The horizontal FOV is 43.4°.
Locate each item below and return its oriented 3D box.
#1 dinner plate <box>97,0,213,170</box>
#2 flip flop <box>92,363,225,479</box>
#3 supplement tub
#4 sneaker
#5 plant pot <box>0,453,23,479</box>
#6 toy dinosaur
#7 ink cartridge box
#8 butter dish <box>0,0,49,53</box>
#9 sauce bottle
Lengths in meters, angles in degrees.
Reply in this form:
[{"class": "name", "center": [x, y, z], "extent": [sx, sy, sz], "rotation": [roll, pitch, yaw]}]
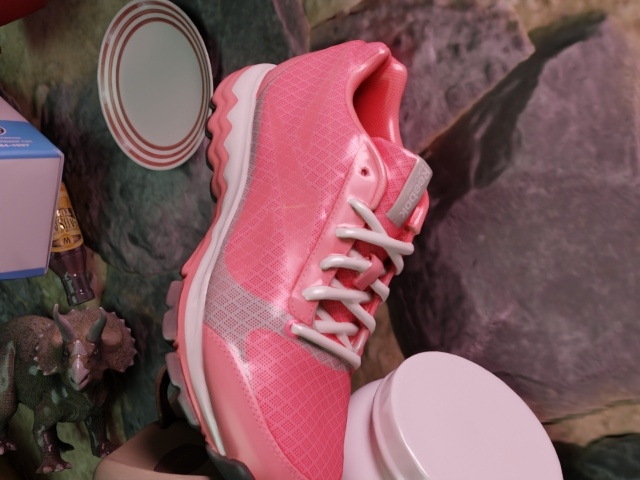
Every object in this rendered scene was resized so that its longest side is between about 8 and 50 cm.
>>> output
[{"class": "dinner plate", "center": [-0.136, -0.129, 0.670], "extent": [0.141, 0.017, 0.141], "rotation": [10, 108, 35]}, {"class": "flip flop", "center": [-0.072, 0.108, 0.536], "extent": [0.112, 0.277, 0.080], "rotation": [0, 92, 8]}, {"class": "supplement tub", "center": [0.045, 0.181, 0.522], "extent": [0.144, 0.144, 0.200], "rotation": [48, 125, 19]}, {"class": "sneaker", "center": [0.000, -0.001, 0.470], "extent": [0.136, 0.116, 0.314], "rotation": [-19, 54, 28]}, {"class": "plant pot", "center": [-0.421, 0.316, 0.887], "extent": [0.254, 0.237, 0.237], "rotation": [34, 121, 11]}, {"class": "toy dinosaur", "center": [-0.277, 0.137, 0.803], "extent": [0.313, 0.121, 0.161], "rotation": [-2, 88, 43]}, {"class": "ink cartridge box", "center": [-0.407, -0.080, 0.728], "extent": [0.307, 0.223, 0.129], "rotation": [36, 122, 39]}, {"class": "butter dish", "center": [-0.271, -0.261, 0.687], "extent": [0.160, 0.118, 0.160], "rotation": [170, 81, -80]}, {"class": "sauce bottle", "center": [-0.249, -0.001, 0.775], "extent": [0.042, 0.042, 0.128], "rotation": [-22, 89, 39]}]
